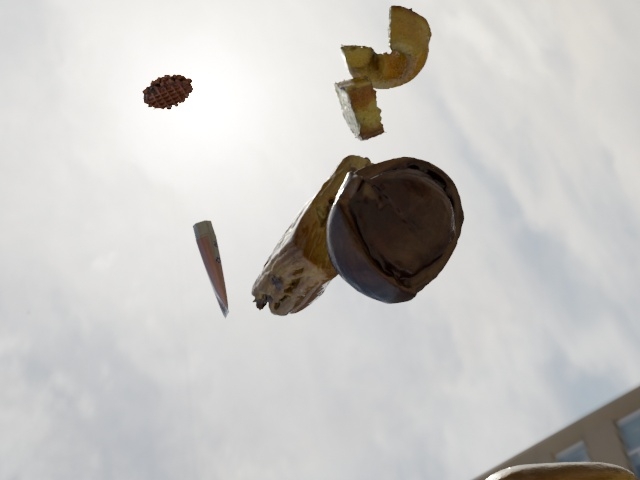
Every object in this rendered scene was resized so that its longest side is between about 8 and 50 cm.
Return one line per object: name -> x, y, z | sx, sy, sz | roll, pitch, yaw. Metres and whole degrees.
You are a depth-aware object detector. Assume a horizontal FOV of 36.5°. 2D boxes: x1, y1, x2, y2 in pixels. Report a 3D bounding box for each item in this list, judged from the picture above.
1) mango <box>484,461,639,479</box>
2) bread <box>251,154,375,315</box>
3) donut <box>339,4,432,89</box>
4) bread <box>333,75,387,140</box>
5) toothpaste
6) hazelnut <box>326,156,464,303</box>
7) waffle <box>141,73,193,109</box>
mango -> 0.227, 0.266, 0.968 | 0.115, 0.178, 0.090 | 1, -106, -49
bread -> 0.000, 0.000, 1.464 | 0.099, 0.210, 0.235 | 36, -130, -4
donut -> 0.133, -0.347, 1.816 | 0.146, 0.181, 0.078 | 26, -136, -38
bread -> 0.071, -0.239, 1.745 | 0.187, 0.065, 0.103 | -106, 2, -75
toothpaste -> -0.210, 0.056, 1.922 | 0.042, 0.067, 0.195 | -13, -102, -16
hazelnut -> 0.094, -0.011, 1.251 | 0.170, 0.161, 0.202 | 23, -144, 0
waffle -> -0.239, -0.234, 1.536 | 0.083, 0.075, 0.029 | -1, -119, -45
